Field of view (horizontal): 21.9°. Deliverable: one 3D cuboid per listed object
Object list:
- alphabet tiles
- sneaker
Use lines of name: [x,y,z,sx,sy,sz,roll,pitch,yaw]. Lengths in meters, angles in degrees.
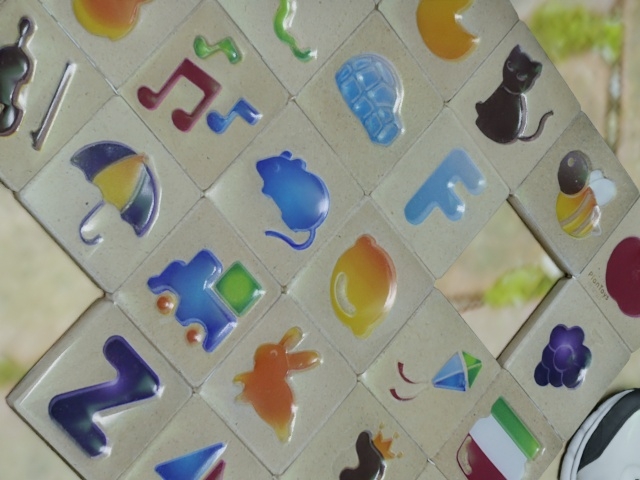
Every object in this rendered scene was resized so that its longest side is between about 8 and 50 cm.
alphabet tiles: [0.000,0.000,0.490,0.198,0.009,0.237,-49,118,-18]
sneaker: [0.098,0.102,0.545,0.040,0.044,0.109,26,80,-30]
